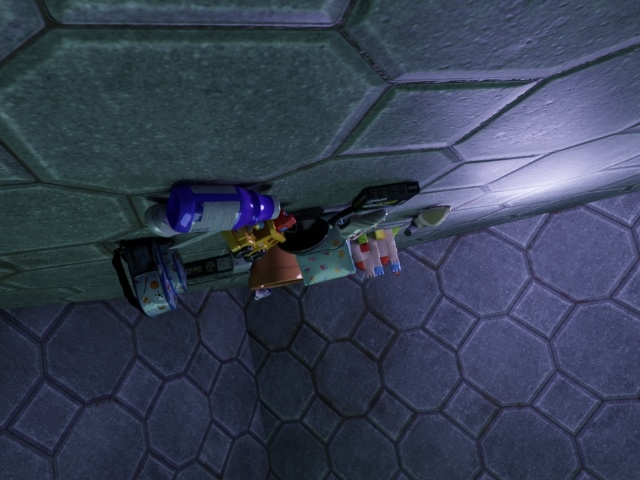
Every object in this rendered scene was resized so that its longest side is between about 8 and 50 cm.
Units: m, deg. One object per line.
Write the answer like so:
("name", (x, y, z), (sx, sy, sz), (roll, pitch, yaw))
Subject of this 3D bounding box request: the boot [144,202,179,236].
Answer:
("boot", (-0.338, -0.072, 1.174), (0.123, 0.095, 0.258), (-20, 178, 18))

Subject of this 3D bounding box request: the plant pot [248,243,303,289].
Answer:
("plant pot", (-0.217, 0.114, 2.127), (0.290, 0.204, 0.291), (-11, 171, -2))

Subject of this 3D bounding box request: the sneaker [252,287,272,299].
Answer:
("sneaker", (-0.276, 0.247, 2.114), (0.058, 0.052, 0.135), (-25, 174, 21))

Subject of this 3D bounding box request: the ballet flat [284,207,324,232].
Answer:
("ballet flat", (-0.080, -0.065, 1.573), (0.203, 0.074, 0.074), (-11, 172, 0))

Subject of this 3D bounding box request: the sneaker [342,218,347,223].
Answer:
("sneaker", (0.031, -0.036, 1.886), (0.208, 0.082, 0.094), (-9, 178, -1))

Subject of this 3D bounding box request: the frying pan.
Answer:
("frying pan", (-0.017, -0.052, 1.615), (0.326, 0.053, 0.197), (-39, -140, -26))

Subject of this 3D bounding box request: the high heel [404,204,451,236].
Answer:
("high heel", (0.522, -0.121, 2.076), (0.261, 0.093, 0.186), (-34, -178, 38))

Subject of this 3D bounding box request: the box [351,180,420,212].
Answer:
("box", (0.220, -0.146, 1.511), (0.190, 0.045, 0.184), (-10, 175, -12))

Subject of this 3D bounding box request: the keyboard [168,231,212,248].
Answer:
("keyboard", (-0.318, -0.022, 1.270), (0.255, 0.014, 0.072), (-21, -176, 18))

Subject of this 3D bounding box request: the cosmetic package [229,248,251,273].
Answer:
("cosmetic package", (-0.363, 0.076, 1.985), (0.085, 0.118, 0.231), (-9, 173, -15))

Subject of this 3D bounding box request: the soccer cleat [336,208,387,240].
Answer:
("soccer cleat", (0.149, -0.069, 1.605), (0.196, 0.076, 0.068), (-28, -156, 21))

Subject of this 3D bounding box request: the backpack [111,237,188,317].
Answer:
("backpack", (-0.590, 0.137, 1.586), (0.213, 0.264, 0.276), (-10, 171, -7))

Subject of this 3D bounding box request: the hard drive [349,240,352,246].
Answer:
("hard drive", (-0.028, 0.036, 2.337), (0.338, 0.064, 0.236), (-2, 168, -43))

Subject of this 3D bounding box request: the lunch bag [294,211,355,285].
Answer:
("lunch bag", (0.005, 0.024, 1.747), (0.223, 0.263, 0.160), (-13, -151, 5))

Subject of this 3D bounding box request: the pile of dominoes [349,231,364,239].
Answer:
("pile of dominoes", (0.108, -0.015, 1.960), (0.195, 0.040, 0.251), (-6, -166, 30))

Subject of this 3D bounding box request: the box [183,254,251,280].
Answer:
("box", (-0.587, 0.164, 2.352), (0.394, 0.097, 0.318), (-12, 170, 7))

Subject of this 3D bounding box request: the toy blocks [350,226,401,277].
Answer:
("toy blocks", (0.286, 0.095, 2.468), (0.381, 0.261, 0.191), (-12, 172, 9))

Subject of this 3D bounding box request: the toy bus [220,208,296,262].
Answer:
("toy bus", (-0.190, -0.042, 1.393), (0.211, 0.150, 0.220), (-26, 167, 8))

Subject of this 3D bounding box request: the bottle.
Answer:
("bottle", (-0.237, -0.082, 1.118), (0.282, 0.092, 0.118), (-5, 138, -38))
